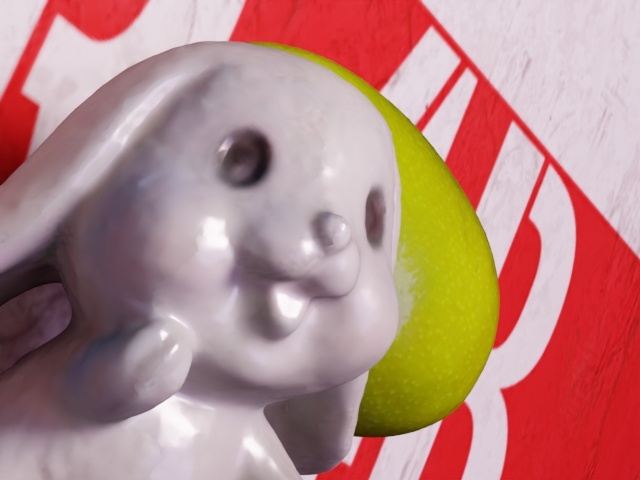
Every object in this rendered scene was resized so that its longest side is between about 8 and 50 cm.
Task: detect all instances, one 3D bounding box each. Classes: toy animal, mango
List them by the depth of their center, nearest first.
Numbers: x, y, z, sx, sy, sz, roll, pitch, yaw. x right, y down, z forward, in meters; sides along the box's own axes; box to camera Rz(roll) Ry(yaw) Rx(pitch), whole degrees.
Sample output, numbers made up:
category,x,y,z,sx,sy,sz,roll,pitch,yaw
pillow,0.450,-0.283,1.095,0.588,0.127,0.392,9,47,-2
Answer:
category,x,y,z,sx,sy,sz,roll,pitch,yaw
toy animal,-0.068,0.055,0.728,0.289,0.174,0.249,-37,126,-2
mango,0.000,0.000,0.888,0.175,0.143,0.293,-55,131,-17
